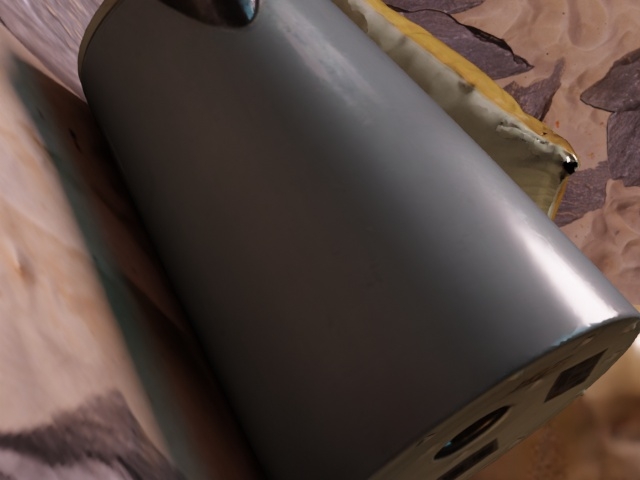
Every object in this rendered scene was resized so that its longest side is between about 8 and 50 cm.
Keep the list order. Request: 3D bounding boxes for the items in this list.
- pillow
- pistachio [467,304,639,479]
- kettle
[{"bbox_3d":[0.095,-0.059,1.022,0.312,0.119,0.310,42,-25,29],"label":"pillow"},{"bbox_3d":[0.191,0.151,0.820,0.230,0.230,0.309,62,2,24],"label":"pistachio"},{"bbox_3d":[0.000,0.000,0.514,0.243,0.160,0.210,55,-13,23],"label":"kettle"}]
